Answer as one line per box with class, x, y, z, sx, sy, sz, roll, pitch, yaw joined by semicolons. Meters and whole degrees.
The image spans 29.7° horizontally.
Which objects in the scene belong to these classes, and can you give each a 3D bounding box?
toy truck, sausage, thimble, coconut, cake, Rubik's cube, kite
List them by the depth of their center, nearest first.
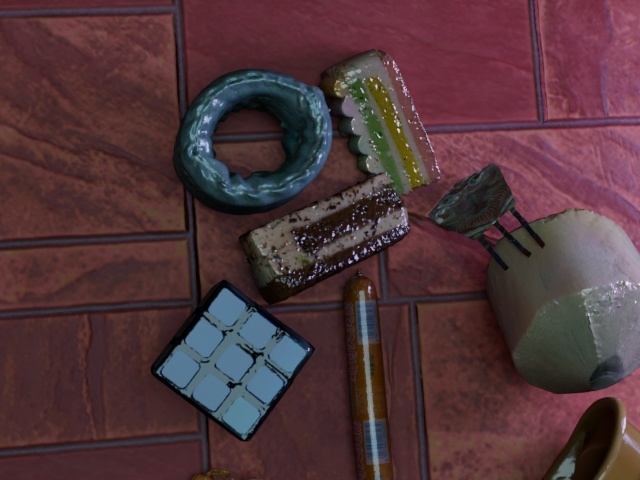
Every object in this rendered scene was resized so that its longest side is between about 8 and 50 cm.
Rubik's cube;-0.125;0.166;1.660;0.160;0.163;0.162;38;79;-4
cake;0.010;-0.004;1.691;0.246;0.135;0.112;-24;90;0
coconut;0.363;0.101;1.698;0.239;0.239;0.244;-8;50;-10
thimble;-0.091;-0.143;1.701;0.235;0.143;0.198;-27;91;-12
toy truck;0.432;0.390;1.711;0.211;0.204;0.288;27;82;-3
kite;0.241;-0.026;1.723;0.127;0.229;0.016;-39;126;7
sausage;0.068;0.214;1.742;0.053;0.053;0.348;-4;86;-10
cake;0.090;-0.170;1.761;0.109;0.090;0.225;-28;91;-14

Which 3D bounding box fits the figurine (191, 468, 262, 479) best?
figurine;-0.130;0.345;1.699;0.109;0.064;0.047;-5;62;4
